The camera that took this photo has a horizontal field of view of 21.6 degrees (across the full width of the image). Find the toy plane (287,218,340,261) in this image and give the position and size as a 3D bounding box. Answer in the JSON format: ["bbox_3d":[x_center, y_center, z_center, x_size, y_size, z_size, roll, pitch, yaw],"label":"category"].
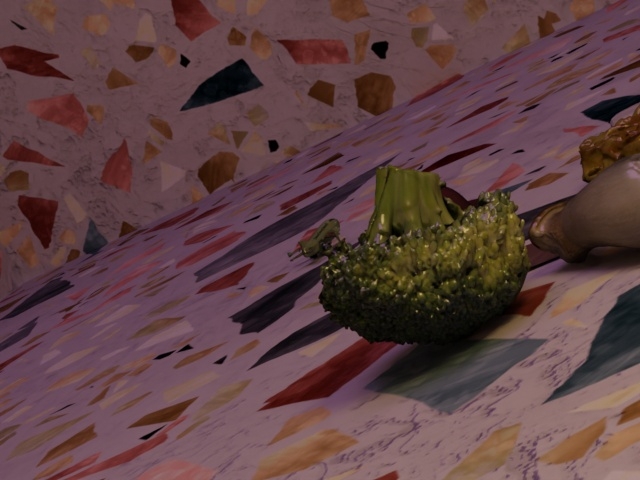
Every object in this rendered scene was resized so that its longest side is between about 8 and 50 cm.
[{"bbox_3d":[0.000,0.000,2.490,0.102,0.040,0.111,-18,11,39],"label":"toy plane"}]

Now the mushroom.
[{"bbox_3d":[0.289,-0.024,1.610,0.116,0.093,0.225,-19,-8,-41],"label":"mushroom"}]

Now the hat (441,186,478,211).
[{"bbox_3d":[0.119,-0.013,2.032,0.205,0.089,0.205,-27,9,5],"label":"hat"}]

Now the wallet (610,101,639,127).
[{"bbox_3d":[0.464,-0.184,2.183,0.190,0.033,0.095,-26,10,12],"label":"wallet"}]

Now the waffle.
[{"bbox_3d":[0.431,-0.138,1.896,0.302,0.068,0.325,-29,7,-13],"label":"waffle"}]

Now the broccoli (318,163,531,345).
[{"bbox_3d":[0.092,0.018,1.618,0.198,0.226,0.176,-14,59,53],"label":"broccoli"}]

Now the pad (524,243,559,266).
[{"bbox_3d":[0.207,0.025,1.811,0.187,0.006,0.113,-23,8,19],"label":"pad"}]
